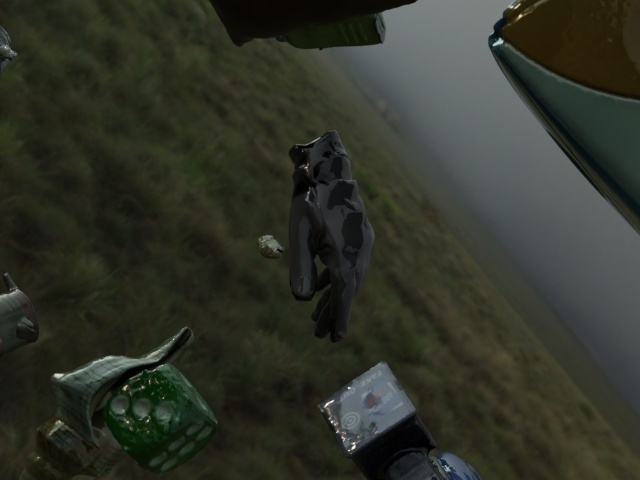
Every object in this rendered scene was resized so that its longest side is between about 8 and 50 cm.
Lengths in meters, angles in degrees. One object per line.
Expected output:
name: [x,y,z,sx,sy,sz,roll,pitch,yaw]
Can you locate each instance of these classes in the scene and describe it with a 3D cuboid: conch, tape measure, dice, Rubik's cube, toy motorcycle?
conch: [-0.391,0.278,1.579,0.169,0.386,0.203,25,-19,17]
tape measure: [0.012,-0.351,1.349,0.087,0.177,0.154,60,34,-58]
dice: [-0.240,0.271,1.380,0.120,0.128,0.131,47,-8,29]
Rubik's cube: [0.458,-0.208,1.136,0.347,0.352,0.351,53,11,19]
toy motorcycle: [0.123,0.282,0.800,0.213,0.125,0.358,57,-2,-36]

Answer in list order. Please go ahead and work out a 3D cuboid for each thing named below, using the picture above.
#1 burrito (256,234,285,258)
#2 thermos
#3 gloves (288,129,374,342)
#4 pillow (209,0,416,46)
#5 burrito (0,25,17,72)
burrito: [-0.107,0.015,1.914,0.051,0.042,0.171,25,4,-8]
thermos: [-0.560,0.150,1.352,0.176,0.146,0.265,19,31,39]
gloves: [0.006,-0.007,1.214,0.142,0.119,0.286,1,84,-45]
pillow: [-0.062,-0.393,1.172,0.308,0.305,0.108,57,42,-39]
burrito: [-0.539,-0.277,1.195,0.445,0.101,0.139,21,-8,26]
